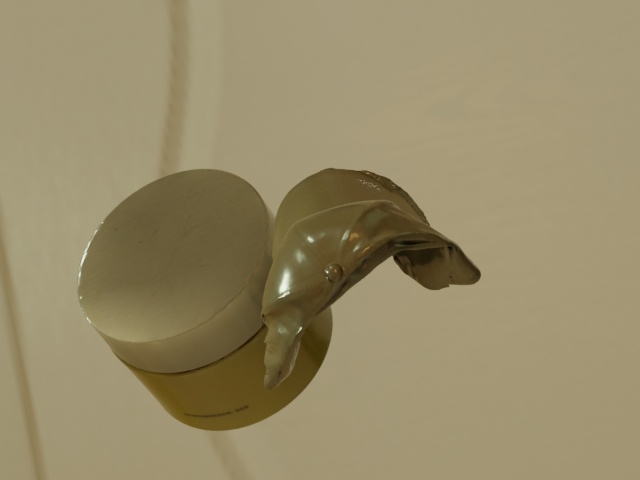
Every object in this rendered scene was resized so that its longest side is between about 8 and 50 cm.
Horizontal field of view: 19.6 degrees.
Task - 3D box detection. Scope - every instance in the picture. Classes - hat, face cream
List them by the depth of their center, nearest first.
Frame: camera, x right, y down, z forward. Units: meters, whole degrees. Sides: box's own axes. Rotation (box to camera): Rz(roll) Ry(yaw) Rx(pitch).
[{"bbox_3d":[0.000,0.000,1.127,0.085,0.147,0.175,54,-173,-34],"label":"hat"},{"bbox_3d":[-0.117,0.064,1.932,0.179,0.218,0.218,57,-158,-46],"label":"face cream"}]
